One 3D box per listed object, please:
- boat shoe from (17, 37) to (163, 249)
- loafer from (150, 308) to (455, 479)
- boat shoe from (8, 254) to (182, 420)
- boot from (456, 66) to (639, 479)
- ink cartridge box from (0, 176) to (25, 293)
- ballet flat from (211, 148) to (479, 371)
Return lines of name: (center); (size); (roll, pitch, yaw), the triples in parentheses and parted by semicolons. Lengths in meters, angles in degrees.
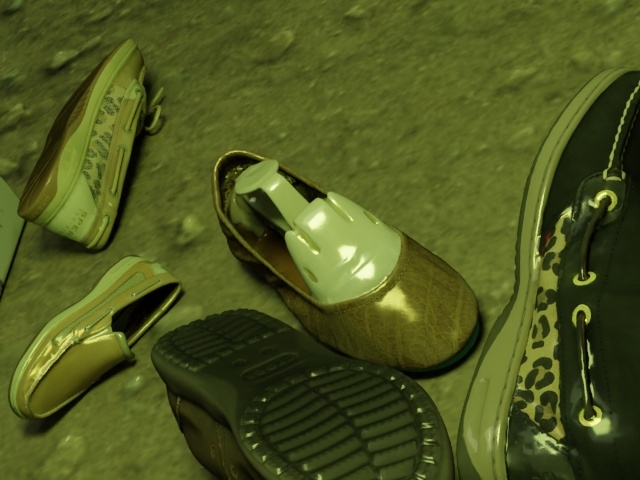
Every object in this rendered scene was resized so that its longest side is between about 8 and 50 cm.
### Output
boat shoe: (-0.226, -0.099, 1.904); (0.104, 0.089, 0.285); (-43, 20, 40)
loafer: (-0.005, 0.156, 1.346); (0.134, 0.130, 0.366); (-20, 22, -17)
boat shoe: (-0.197, 0.089, 1.651); (0.072, 0.068, 0.190); (19, 60, 38)
boot: (0.267, 0.030, 1.247); (0.284, 0.138, 0.377); (-5, 47, 39)
ink cartridge box: (-0.441, 0.060, 1.837); (0.223, 0.129, 0.307); (-19, 37, 23)
ballet flat: (0.000, 0.000, 1.531); (0.116, 0.124, 0.342); (-41, 34, -8)
